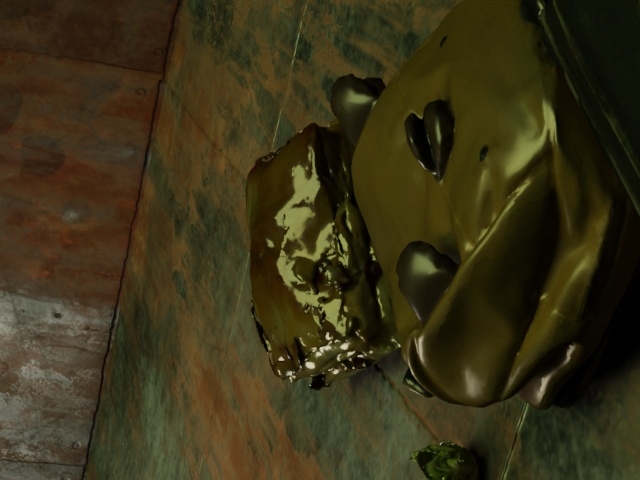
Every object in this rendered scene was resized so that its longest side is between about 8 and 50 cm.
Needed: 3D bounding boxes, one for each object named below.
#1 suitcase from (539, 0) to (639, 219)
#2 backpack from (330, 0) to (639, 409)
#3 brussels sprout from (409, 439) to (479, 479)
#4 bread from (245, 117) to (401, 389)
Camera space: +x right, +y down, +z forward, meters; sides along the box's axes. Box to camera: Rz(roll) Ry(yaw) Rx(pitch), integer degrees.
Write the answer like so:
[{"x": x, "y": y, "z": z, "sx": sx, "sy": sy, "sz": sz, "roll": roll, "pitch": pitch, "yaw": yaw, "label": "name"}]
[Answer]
[{"x": 0.273, "y": -0.052, "z": 0.622, "sx": 0.433, "sy": 0.283, "sz": 0.194, "roll": -105, "pitch": 33, "yaw": -48, "label": "suitcase"}, {"x": 0.152, "y": -0.056, "z": 1.107, "sx": 0.353, "sy": 0.201, "sz": 0.378, "roll": -108, "pitch": 29, "yaw": -45, "label": "backpack"}, {"x": 0.125, "y": 0.228, "z": 1.291, "sx": 0.085, "sy": 0.058, "sz": 0.085, "roll": 63, "pitch": 171, "yaw": 18, "label": "brussels sprout"}, {"x": 0.000, "y": 0.000, "z": 1.579, "sx": 0.277, "sy": 0.167, "sz": 0.324, "roll": 139, "pitch": 137, "yaw": -63, "label": "bread"}]
